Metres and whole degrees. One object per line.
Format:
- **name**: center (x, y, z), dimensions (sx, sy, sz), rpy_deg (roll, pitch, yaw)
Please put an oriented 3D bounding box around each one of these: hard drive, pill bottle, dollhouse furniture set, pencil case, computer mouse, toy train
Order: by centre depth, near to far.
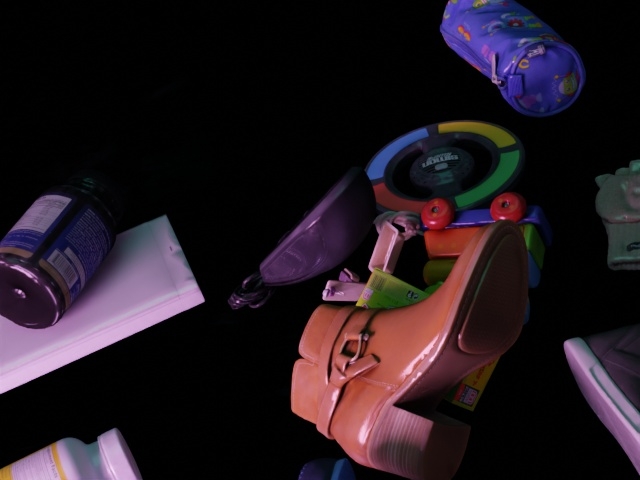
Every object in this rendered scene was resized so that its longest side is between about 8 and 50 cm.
- **pill bottle**: center (-0.284, 0.272, 1.088), dimensions (0.184, 0.103, 0.103), rpy_deg (-25, 36, -9)
- **toy train**: center (0.143, 0.033, 1.233), dimensions (0.248, 0.105, 0.143), rpy_deg (-4, 55, 28)
- **dollhouse furniture set**: center (0.039, 0.022, 1.242), dimensions (0.081, 0.114, 0.091), rpy_deg (6, 23, -32)
- **computer mouse**: center (0.000, 0.000, 1.270), dimensions (0.188, 0.072, 0.272), rpy_deg (-48, 3, -31)
- **pill bottle**: center (-0.350, 0.004, 1.390), dimensions (0.122, 0.123, 0.219), rpy_deg (0, 39, 25)
- **hard drive**: center (-0.327, 0.083, 1.416), dimensions (0.307, 0.040, 0.203), rpy_deg (-24, 35, -8)
- **pencil case**: center (0.280, -0.293, 1.567), dimensions (0.133, 0.119, 0.306), rpy_deg (-8, 32, -12)

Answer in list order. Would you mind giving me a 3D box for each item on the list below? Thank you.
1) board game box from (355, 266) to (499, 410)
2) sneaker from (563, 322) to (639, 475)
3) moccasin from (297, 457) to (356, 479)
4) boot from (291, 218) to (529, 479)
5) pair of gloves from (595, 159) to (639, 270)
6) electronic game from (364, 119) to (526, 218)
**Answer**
- **board game box**: center (0.112, 0.106, 1.143), dimensions (0.181, 0.043, 0.092), rpy_deg (26, 89, 45)
- **sneaker**: center (0.346, 0.158, 0.947), dimensions (0.146, 0.105, 0.296), rpy_deg (-24, 31, 1)
- **moccasin**: center (-0.036, 0.328, 0.875), dimensions (0.116, 0.138, 0.342), rpy_deg (-10, 35, 20)
- **boot**: center (0.086, 0.096, 1.082), dimensions (0.220, 0.109, 0.284), rpy_deg (17, 90, 49)
- **pair of gloves**: center (0.451, -0.044, 1.227), dimensions (0.240, 0.042, 0.204), rpy_deg (-11, 39, 14)
- **electronic game**: center (0.167, -0.097, 1.421), dimensions (0.229, 0.048, 0.229), rpy_deg (-12, 36, 9)
